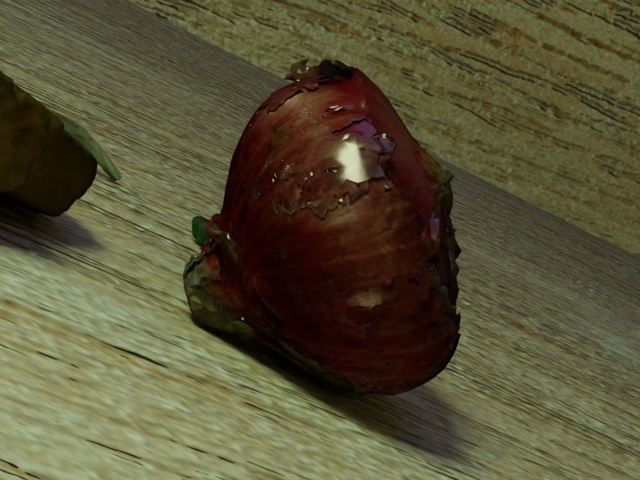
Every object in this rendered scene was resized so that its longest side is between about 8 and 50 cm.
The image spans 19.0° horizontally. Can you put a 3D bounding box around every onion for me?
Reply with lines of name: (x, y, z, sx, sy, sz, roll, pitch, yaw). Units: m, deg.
onion: (0.000, 0.000, 0.974, 0.147, 0.184, 0.184, -15, 12, -3)

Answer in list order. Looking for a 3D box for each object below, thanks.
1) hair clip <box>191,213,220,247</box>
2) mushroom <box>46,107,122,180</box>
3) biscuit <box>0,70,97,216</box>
hair clip: (-0.008, 0.008, 1.215, 0.124, 0.052, 0.195, 25, 11, 22)
mushroom: (-0.245, -0.128, 1.184, 0.306, 0.068, 0.043, 43, -35, -12)
biscuit: (-0.305, -0.146, 0.929, 0.394, 0.076, 0.368, 34, -5, 28)
